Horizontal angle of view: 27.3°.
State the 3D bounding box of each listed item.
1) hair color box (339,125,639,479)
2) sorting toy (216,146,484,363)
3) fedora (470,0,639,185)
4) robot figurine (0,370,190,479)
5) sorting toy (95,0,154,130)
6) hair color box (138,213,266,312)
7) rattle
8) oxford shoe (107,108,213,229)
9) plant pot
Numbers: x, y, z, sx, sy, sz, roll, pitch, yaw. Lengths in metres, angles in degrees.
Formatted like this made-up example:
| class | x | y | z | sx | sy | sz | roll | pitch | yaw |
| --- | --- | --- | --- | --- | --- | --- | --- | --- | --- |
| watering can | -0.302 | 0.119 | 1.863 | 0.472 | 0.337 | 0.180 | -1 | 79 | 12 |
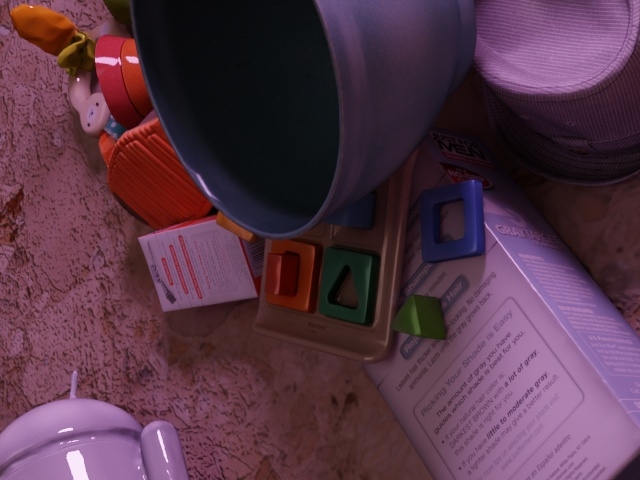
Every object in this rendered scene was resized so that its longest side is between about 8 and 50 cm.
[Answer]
| class | x | y | z | sx | sy | sz | roll | pitch | yaw |
| --- | --- | --- | --- | --- | --- | --- | --- | --- | --- |
| hair color box | 0.145 | 0.088 | 1.130 | 0.185 | 0.114 | 0.374 | -54 | 50 | 27 |
| sorting toy | 0.000 | 0.000 | 1.182 | 0.348 | 0.047 | 0.195 | 10 | 91 | 48 |
| fedora | 0.203 | -0.173 | 1.100 | 0.275 | 0.124 | 0.243 | 27 | 103 | 46 |
| robot figurine | -0.259 | 0.323 | 1.463 | 0.300 | 0.200 | 0.353 | -35 | 57 | 15 |
| sorting toy | -0.198 | -0.315 | 1.597 | 0.126 | 0.127 | 0.365 | -11 | 71 | 15 |
| hair color box | -0.120 | 0.021 | 1.449 | 0.167 | 0.053 | 0.093 | -11 | 100 | 44 |
| rattle | -0.301 | -0.191 | 1.641 | 0.130 | 0.143 | 0.199 | -14 | 67 | 26 |
| oxford shoe | -0.125 | -0.126 | 1.474 | 0.130 | 0.132 | 0.364 | 43 | 141 | -7 |
| plant pot | 0.001 | -0.170 | 1.082 | 0.293 | 0.196 | 0.293 | 34 | 136 | 41 |
